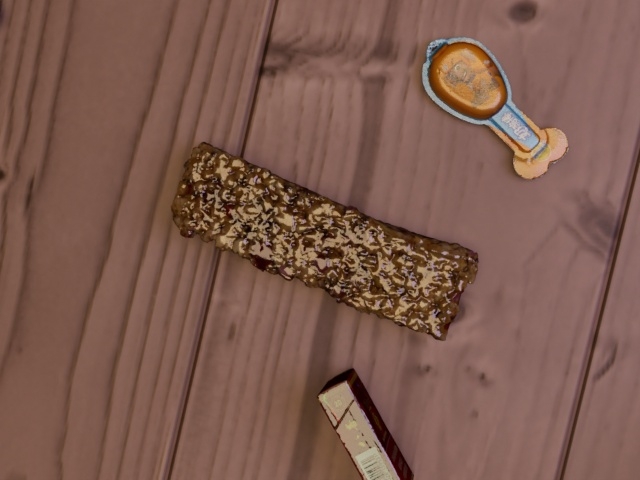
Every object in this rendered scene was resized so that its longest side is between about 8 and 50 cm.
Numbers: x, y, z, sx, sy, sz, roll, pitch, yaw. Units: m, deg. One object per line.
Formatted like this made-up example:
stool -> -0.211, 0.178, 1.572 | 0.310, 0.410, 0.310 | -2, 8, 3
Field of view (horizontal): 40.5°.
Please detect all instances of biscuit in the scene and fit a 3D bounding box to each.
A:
biscuit -> 0.000, 0.000, 0.556 | 0.199, 0.034, 0.064 | 23, 94, 7

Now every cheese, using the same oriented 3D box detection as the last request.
cheese -> 0.108, -0.086, 0.550 | 0.111, 0.017, 0.047 | 45, 98, 5

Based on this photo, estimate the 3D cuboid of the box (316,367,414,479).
box -> 0.029, 0.124, 0.544 | 0.023, 0.051, 0.082 | -30, 87, 6
